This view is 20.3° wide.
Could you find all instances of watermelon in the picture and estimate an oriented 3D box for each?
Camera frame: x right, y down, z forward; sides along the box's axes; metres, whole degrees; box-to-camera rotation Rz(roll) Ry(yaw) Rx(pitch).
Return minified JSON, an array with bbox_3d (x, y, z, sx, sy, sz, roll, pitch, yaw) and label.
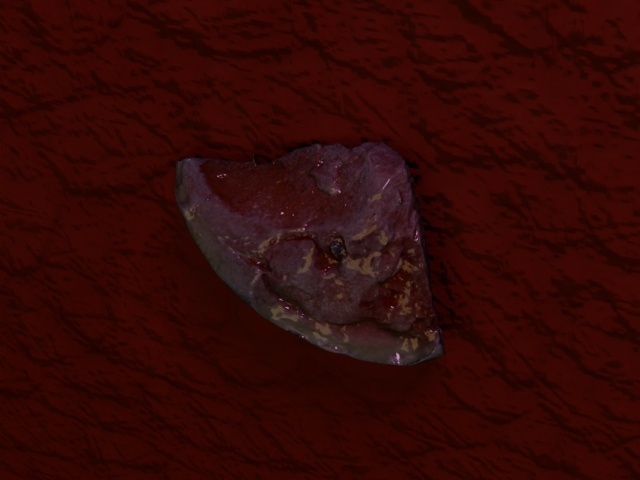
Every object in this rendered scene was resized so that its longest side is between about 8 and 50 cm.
[{"bbox_3d":[0.000,0.000,0.985,0.187,0.071,0.139,32,133,0],"label":"watermelon"}]
